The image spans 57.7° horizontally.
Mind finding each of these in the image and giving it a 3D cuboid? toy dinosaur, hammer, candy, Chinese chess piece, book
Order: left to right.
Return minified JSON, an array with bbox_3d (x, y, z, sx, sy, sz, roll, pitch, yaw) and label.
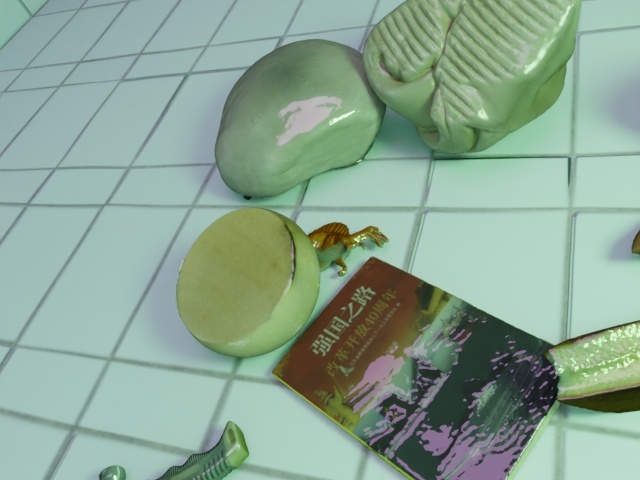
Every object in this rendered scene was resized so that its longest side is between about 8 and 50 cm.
[{"bbox_3d":[-0.207,0.350,0.833,0.226,0.041,0.159,-30,47,-5],"label":"hammer"},{"bbox_3d":[-0.119,0.069,0.958,0.250,0.097,0.251,-13,62,26],"label":"Chinese chess piece"},{"bbox_3d":[-0.060,-0.293,1.241,0.386,0.186,0.427,-22,42,9],"label":"candy"},{"bbox_3d":[0.001,0.000,1.041,0.212,0.057,0.142,27,64,37],"label":"toy dinosaur"},{"bbox_3d":[0.139,0.187,0.845,0.374,0.028,0.262,27,67,37],"label":"book"}]

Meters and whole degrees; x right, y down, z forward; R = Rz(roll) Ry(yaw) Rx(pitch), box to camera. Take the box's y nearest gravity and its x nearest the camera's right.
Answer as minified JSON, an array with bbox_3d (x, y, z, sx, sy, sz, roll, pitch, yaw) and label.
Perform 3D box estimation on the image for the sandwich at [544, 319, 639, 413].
[{"bbox_3d":[0.410,0.149,0.721,0.258,0.096,0.094,-15,54,8],"label":"sandwich"}]

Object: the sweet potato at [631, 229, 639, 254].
[{"bbox_3d":[0.533,-0.024,0.849,0.206,0.060,0.068,-32,84,-8],"label":"sweet potato"}]

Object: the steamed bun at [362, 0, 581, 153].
[{"bbox_3d":[0.304,-0.343,1.082,0.367,0.255,0.342,-45,62,21],"label":"steamed bun"}]
